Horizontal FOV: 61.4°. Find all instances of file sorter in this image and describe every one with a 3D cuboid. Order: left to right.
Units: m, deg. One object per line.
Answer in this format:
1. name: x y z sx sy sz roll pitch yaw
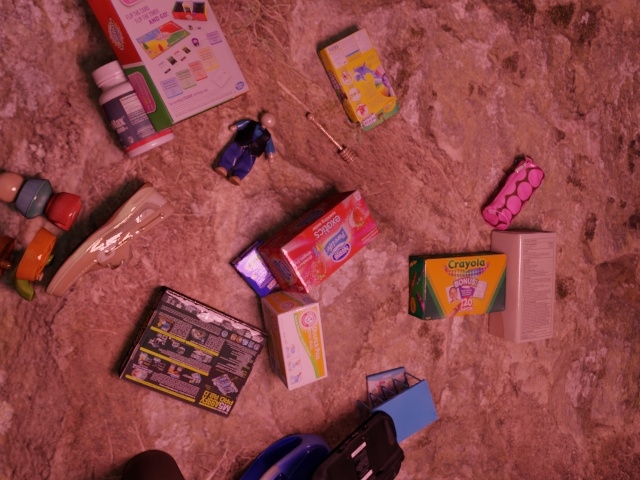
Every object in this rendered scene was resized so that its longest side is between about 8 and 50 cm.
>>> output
1. file sorter: 0.198 0.439 1.414 0.170 0.104 0.118 -24 104 -20

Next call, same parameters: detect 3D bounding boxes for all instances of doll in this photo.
1. doll: -0.161 -0.216 1.245 0.129 0.046 0.189 34 75 -13

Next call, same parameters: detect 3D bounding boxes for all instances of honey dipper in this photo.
1. honey dipper: 0.026 -0.254 1.332 0.160 0.030 0.030 44 78 -19

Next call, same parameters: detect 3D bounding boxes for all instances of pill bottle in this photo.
1. pill bottle: -0.388 -0.271 1.108 0.108 0.108 0.180 -29 105 -18

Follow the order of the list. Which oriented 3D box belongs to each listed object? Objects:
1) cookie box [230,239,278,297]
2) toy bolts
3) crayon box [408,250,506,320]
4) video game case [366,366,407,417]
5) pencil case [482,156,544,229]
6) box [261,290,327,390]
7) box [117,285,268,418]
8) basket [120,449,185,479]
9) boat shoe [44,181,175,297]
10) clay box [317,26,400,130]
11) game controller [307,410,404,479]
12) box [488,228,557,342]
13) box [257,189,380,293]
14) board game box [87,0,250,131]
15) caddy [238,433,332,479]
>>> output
1. cookie box: -0.144 0.067 1.282 0.092 0.040 0.107 -43 110 -15
2. toy bolts: -0.573 -0.027 1.015 0.158 0.218 0.228 26 67 -17
3. crayon box: 0.381 0.120 1.493 0.278 0.081 0.165 -3 96 -23
4. video game case: 0.185 0.438 1.475 0.119 0.015 0.166 -8 98 -22
5. pencil case: 0.547 -0.134 1.537 0.209 0.095 0.098 -53 147 -13
6. box: -0.062 0.228 1.275 0.103 0.114 0.203 -15 111 -22
7. box: -0.284 0.256 1.230 0.270 0.060 0.216 28 84 -23
8. basket: -0.349 0.551 1.138 0.204 0.227 0.154 46 77 -21
9. boat shoe: -0.433 0.013 1.119 0.098 0.109 0.302 47 71 -19
10. clay box: 0.099 -0.393 1.338 0.127 0.053 0.222 -33 108 -18
11. game controller: 0.086 0.522 1.223 0.319 0.067 0.166 -21 92 -49
12. box: 0.583 0.125 1.559 0.148 0.121 0.311 -1 95 -23
13. box: 0.000 0.000 1.271 0.257 0.122 0.128 -38 109 -28
14. board game box: -0.305 -0.412 1.099 0.242 0.064 0.316 -40 111 -45
15. caddy: -0.095 0.603 1.231 0.341 0.241 0.179 -44 118 -34
